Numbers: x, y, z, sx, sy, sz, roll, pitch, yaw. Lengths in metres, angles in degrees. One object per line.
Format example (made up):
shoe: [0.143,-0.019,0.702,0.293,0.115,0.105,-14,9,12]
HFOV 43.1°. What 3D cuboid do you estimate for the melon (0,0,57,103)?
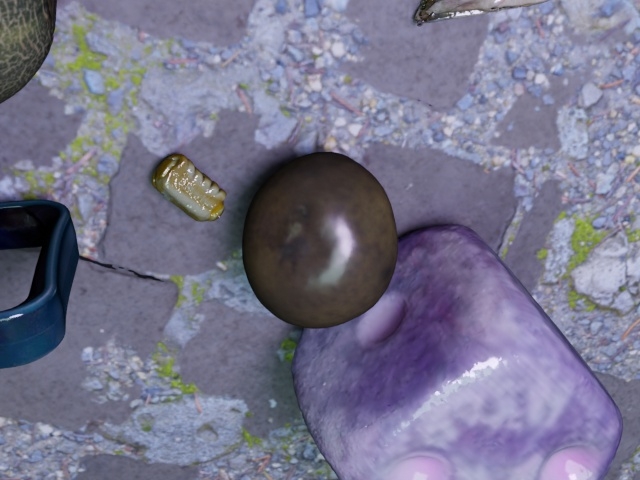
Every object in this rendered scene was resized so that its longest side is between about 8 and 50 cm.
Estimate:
melon: [-0.363,-0.206,0.628,0.302,0.237,0.237,2,118,-10]

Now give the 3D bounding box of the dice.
dice: [0.149,0.168,0.918,0.270,0.270,0.271,-40,119,10]

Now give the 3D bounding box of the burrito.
burrito: [0.169,-0.254,0.826,0.149,0.041,0.055,-10,133,-6]

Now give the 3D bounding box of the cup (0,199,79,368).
cup: [-0.403,0.030,0.717,0.308,0.292,0.242,-31,120,5]

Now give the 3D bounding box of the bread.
bread: [-0.140,-0.056,0.874,0.088,0.034,0.049,38,91,-31]

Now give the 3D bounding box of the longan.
longan: [0.000,0.000,0.858,0.167,0.167,0.187,1,120,-12]
